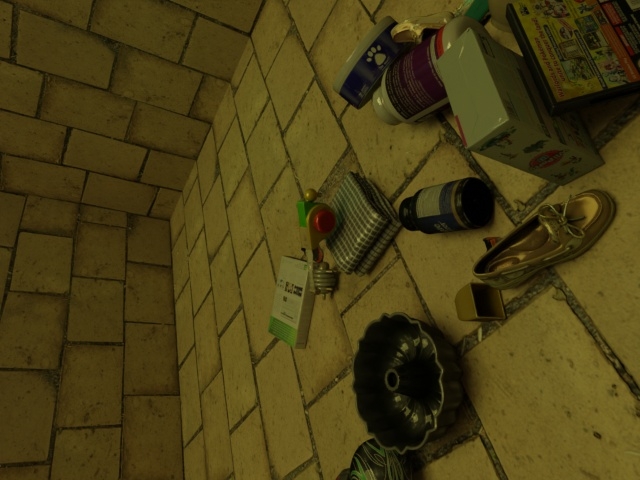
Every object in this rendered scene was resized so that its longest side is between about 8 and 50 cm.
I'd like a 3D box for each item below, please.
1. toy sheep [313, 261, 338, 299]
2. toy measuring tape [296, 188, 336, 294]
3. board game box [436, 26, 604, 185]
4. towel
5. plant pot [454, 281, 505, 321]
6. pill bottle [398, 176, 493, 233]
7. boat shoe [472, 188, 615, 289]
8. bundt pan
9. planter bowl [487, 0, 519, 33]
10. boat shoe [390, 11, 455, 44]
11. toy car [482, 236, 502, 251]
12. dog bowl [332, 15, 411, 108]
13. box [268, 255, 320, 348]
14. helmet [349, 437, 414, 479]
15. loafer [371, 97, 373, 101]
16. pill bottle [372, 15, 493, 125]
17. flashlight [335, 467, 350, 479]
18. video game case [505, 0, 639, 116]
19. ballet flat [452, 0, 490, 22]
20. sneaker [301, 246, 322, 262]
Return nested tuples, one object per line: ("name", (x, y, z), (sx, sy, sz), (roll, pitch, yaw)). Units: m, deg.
("toy sheep", (0.014, 0.139, 1.554), (0.091, 0.091, 0.132), (-3, 84, 57))
("toy measuring tape", (0.000, 0.000, 1.406), (0.121, 0.121, 0.330), (12, 112, 58))
("board game box", (0.385, -0.248, 0.868), (0.097, 0.303, 0.224), (-40, 49, 48))
("towel", (0.107, -0.061, 1.429), (0.235, 0.121, 0.284), (-60, 37, 27))
("plant pot", (0.352, 0.147, 1.022), (0.083, 0.081, 0.081), (133, 137, -58))
("pill bottle", (0.303, -0.080, 1.122), (0.219, 0.122, 0.123), (-9, 74, 57))
("boat shoe", (0.435, 0.002, 0.890), (0.285, 0.089, 0.105), (-45, 49, 26))
("bundt pan", (0.223, 0.346, 1.121), (0.330, 0.124, 0.331), (-24, 61, 54))
("planter bowl", (0.449, -0.539, 1.016), (0.109, 0.161, 0.162), (96, 160, -48))
("boat shoe", (0.267, -0.550, 1.186), (0.170, 0.063, 0.059), (-4, 75, 29))
("toy car", (0.409, 0.043, 1.017), (0.040, 0.060, 0.122), (-20, 77, 6))
("dog bowl", (0.160, -0.533, 1.365), (0.265, 0.104, 0.265), (-50, 1, 2))
("box", (-0.107, 0.230, 1.744), (0.232, 0.058, 0.322), (11, 89, 58))
("helmet", (0.154, 0.584, 1.124), (0.161, 0.169, 0.170), (122, 145, -58))
("loafer", (0.219, -0.471, 1.459), (0.125, 0.039, 0.045), (-9, 40, 54))
("pill bottle", (0.288, -0.427, 1.192), (0.322, 0.181, 0.182), (-18, 66, 54))
("flashlight", (0.031, 0.747, 1.327), (0.304, 0.103, 0.103), (-44, 47, 42))
("video game case", (0.508, -0.373, 0.826), (0.248, 0.035, 0.275), (-13, 63, 12))
("ballet flat", (0.376, -0.580, 1.215), (0.241, 0.091, 0.077), (-37, 21, 42))
("sneaker", (-0.045, 0.019, 1.697), (0.061, 0.064, 0.158), (-63, 35, 24))
